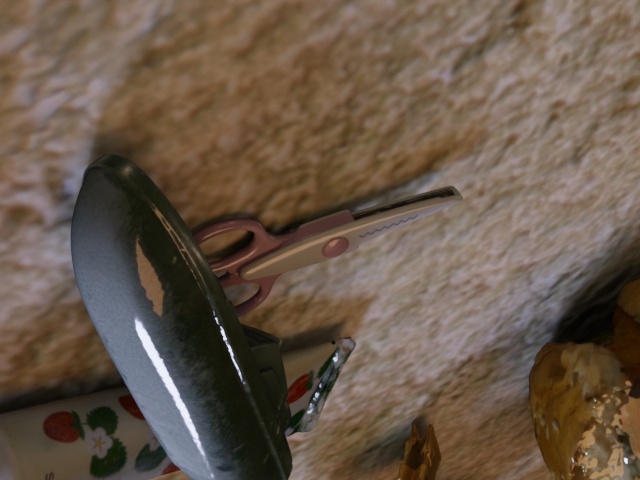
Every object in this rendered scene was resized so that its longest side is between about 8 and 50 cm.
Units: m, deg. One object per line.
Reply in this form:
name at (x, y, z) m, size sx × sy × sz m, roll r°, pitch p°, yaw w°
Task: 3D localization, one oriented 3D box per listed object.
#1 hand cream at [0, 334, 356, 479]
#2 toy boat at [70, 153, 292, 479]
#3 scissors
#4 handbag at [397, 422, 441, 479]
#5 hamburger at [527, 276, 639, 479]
hand cream at (-0.100, 0.114, 0.984) m, size 0.276 × 0.059 × 0.095 m, roll -11°, pitch 140°, yaw -35°
toy boat at (-0.071, 0.047, 0.877) m, size 0.085 × 0.078 × 0.260 m, roll -54°, pitch 144°, yaw -28°
scissors at (0.000, 0.000, 0.934) m, size 0.176 × 0.022 × 0.085 m, roll -18°, pitch 141°, yaw -13°
handbag at (0.068, 0.182, 1.194) m, size 0.027 × 0.083 × 0.061 m, roll 6°, pitch 149°, yaw 15°
hamburger at (0.253, 0.160, 1.209) m, size 0.162 × 0.209 × 0.330 m, roll -29°, pitch 118°, yaw 6°
